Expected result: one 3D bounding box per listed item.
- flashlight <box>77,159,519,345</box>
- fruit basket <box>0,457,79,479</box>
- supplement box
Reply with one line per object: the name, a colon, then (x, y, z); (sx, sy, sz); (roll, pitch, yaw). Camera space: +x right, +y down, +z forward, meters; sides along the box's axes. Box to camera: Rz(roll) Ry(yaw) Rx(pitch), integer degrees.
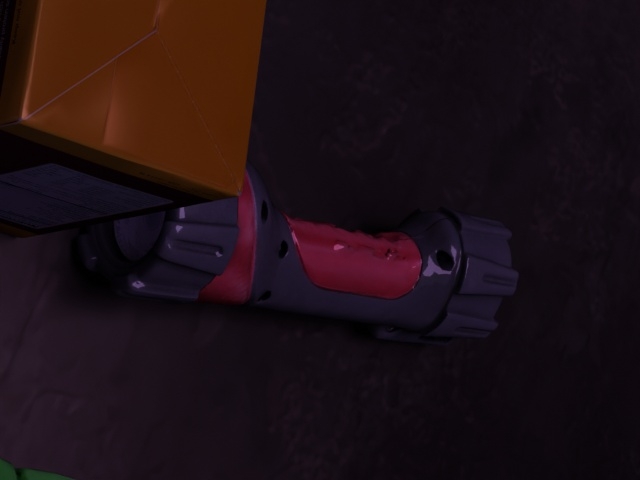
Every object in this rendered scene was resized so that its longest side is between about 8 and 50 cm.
flashlight: (0.000, 0.000, 1.033); (0.304, 0.103, 0.103); (9, 75, -41)
fruit basket: (-0.173, 0.275, 0.696); (0.392, 0.283, 0.392); (26, 51, -38)
supplement box: (-0.138, -0.117, 0.852); (0.129, 0.194, 0.191); (19, 71, -40)
